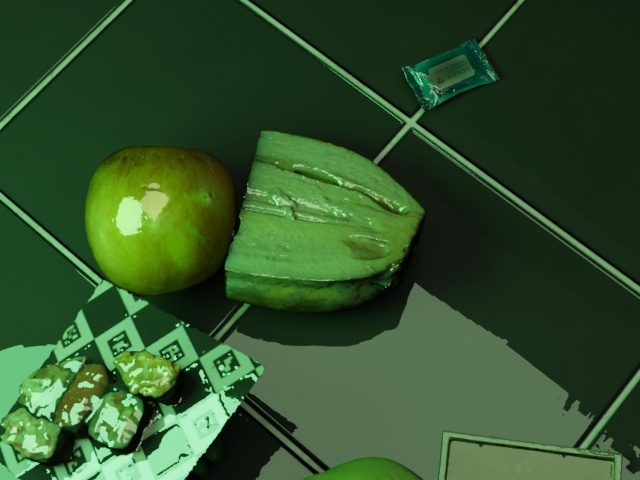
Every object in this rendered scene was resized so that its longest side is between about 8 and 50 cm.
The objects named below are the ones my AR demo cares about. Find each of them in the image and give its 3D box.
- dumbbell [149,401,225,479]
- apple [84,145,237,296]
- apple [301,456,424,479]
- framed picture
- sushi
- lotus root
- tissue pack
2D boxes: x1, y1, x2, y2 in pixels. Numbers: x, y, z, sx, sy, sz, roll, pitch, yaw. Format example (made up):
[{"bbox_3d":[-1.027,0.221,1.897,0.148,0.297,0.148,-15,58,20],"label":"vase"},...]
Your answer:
[{"bbox_3d":[-0.270,0.369,1.449,0.179,0.179,0.406,24,73,11],"label":"dumbbell"},{"bbox_3d":[-0.228,-0.028,1.562,0.237,0.237,0.207,2,92,4],"label":"apple"},{"bbox_3d":[0.051,0.452,1.326,0.357,0.357,0.357,-1,70,2],"label":"apple"},{"bbox_3d":[0.283,0.365,1.510,0.250,0.016,0.184,5,71,5],"label":"framed picture"},{"bbox_3d":[-0.268,0.207,1.394,0.292,0.059,0.294,27,75,29],"label":"sushi"},{"bbox_3d":[0.014,-0.007,1.596,0.260,0.149,0.267,9,53,2],"label":"lotus root"},{"bbox_3d":[0.202,-0.261,1.739,0.138,0.028,0.085,-24,74,-11],"label":"tissue pack"}]
